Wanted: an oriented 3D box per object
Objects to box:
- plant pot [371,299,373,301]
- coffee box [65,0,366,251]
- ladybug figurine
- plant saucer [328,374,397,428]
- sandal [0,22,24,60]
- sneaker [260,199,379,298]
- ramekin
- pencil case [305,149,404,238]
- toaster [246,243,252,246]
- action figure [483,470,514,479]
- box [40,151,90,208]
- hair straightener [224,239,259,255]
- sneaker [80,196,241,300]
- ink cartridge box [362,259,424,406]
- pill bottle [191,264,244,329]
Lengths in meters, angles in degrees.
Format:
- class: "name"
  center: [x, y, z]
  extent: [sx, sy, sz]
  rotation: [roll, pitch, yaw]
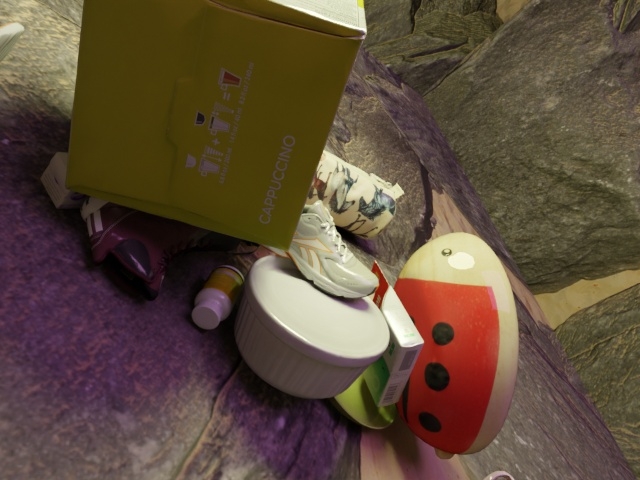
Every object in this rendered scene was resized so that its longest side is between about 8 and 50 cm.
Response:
- class: "plant pot"
  center: [0.145, 0.189, 1.297]
  extent: [0.109, 0.096, 0.109]
  rotation: [20, 40, -46]
- class: "coffee box"
  center: [-0.145, -0.240, 0.861]
  extent: [0.338, 0.338, 0.334]
  rotation: [17, 30, -8]
- class: "ladybug figurine"
  center: [0.237, 0.207, 1.110]
  extent: [0.161, 0.305, 0.450]
  rotation: [3, 85, -28]
- class: "plant saucer"
  center: [0.064, 0.271, 1.138]
  extent: [0.241, 0.037, 0.241]
  rotation: [38, 30, -27]
- class: "sandal"
  center: [-0.541, -0.292, 0.846]
  extent: [0.076, 0.102, 0.265]
  rotation: [38, 22, -23]
- class: "sneaker"
  center: [0.000, 0.000, 1.006]
  extent: [0.262, 0.121, 0.099]
  rotation: [32, 22, 10]
- class: "ramekin"
  center: [-0.025, 0.152, 0.976]
  extent: [0.272, 0.127, 0.273]
  rotation: [24, 23, -11]
- class: "pencil case"
  center: [0.020, -0.149, 1.424]
  extent: [0.410, 0.183, 0.160]
  rotation: [26, 20, -40]
- class: "toaster"
  center: [-0.121, -0.093, 1.145]
  extent: [0.168, 0.110, 0.186]
  rotation: [90, -13, -51]
- class: "action figure"
  center: [0.438, 0.697, 1.106]
  extent: [0.370, 0.248, 0.275]
  rotation: [60, -17, -10]
- class: "box"
  center: [-0.315, -0.101, 0.980]
  extent: [0.067, 0.063, 0.324]
  rotation: [55, 27, 16]
- class: "hair straightener"
  center: [-0.199, -0.031, 1.047]
  extent: [0.230, 0.089, 0.047]
  rotation: [35, 40, -45]
- class: "sneaker"
  center: [-0.246, 0.027, 0.914]
  extent: [0.281, 0.106, 0.163]
  rotation: [11, 53, -40]
- class: "ink cartridge box"
  center: [0.110, 0.178, 1.102]
  extent: [0.056, 0.181, 0.225]
  rotation: [-6, 41, -22]
- class: "pill bottle"
  center: [-0.174, 0.097, 0.953]
  extent: [0.065, 0.065, 0.116]
  rotation: [44, 27, -14]
